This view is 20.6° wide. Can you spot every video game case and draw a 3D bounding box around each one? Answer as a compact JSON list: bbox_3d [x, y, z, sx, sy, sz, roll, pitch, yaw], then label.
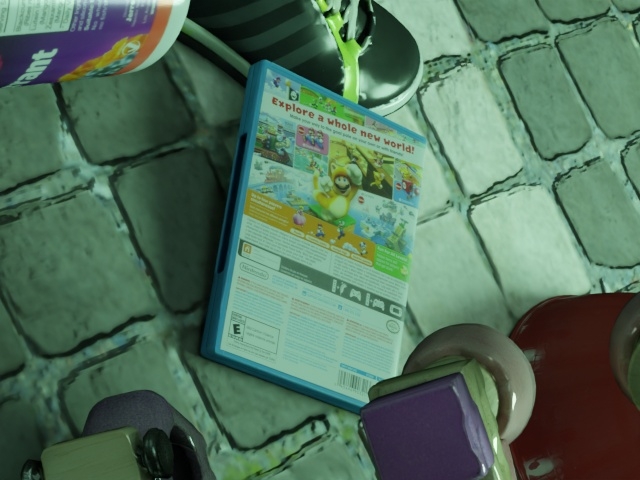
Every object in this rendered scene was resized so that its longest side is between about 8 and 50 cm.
[{"bbox_3d":[0.000,0.000,0.937,0.119,0.015,0.166,23,64,-32],"label":"video game case"}]

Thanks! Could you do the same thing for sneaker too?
[{"bbox_3d":[-0.021,-0.135,0.945,0.235,0.097,0.084,22,56,-33],"label":"sneaker"}]

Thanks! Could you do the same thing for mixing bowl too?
[{"bbox_3d":[0.201,0.102,1.026,0.181,0.098,0.181,19,57,-33],"label":"mixing bowl"}]

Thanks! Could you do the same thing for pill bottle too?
[{"bbox_3d":[-0.163,-0.121,0.802,0.193,0.108,0.108,-12,77,-44],"label":"pill bottle"}]

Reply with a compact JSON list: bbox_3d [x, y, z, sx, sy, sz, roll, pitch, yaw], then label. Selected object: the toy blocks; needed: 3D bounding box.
[{"bbox_3d":[0.075,0.177,0.825,0.260,0.309,0.288,-14,90,-78],"label":"toy blocks"}]
